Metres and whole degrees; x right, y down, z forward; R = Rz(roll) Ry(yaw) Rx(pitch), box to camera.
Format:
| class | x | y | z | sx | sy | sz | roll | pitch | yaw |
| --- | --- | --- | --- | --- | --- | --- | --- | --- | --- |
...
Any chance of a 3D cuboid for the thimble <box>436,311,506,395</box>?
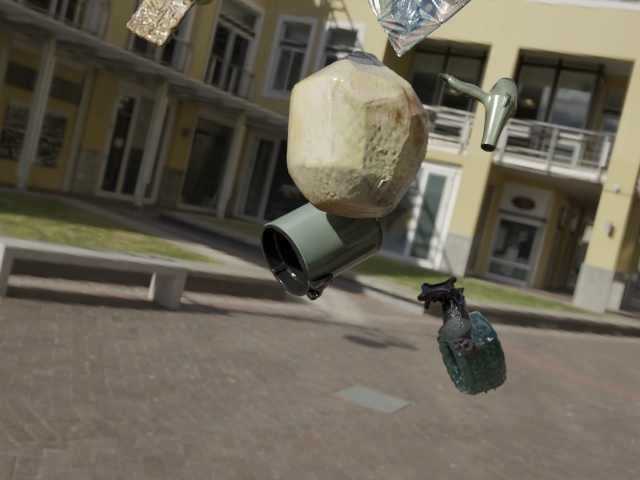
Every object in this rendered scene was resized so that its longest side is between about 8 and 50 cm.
| class | x | y | z | sx | sy | sz | roll | pitch | yaw |
| --- | --- | --- | --- | --- | --- | --- | --- | --- | --- |
| thimble | 0.446 | 0.338 | 2.165 | 0.143 | 0.235 | 0.198 | -21 | -12 | -8 |

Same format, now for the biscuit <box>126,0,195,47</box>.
| class | x | y | z | sx | sy | sz | roll | pitch | yaw |
| --- | --- | --- | --- | --- | --- | --- | --- | --- | --- |
| biscuit | -0.407 | -0.632 | 1.975 | 0.131 | 0.236 | 0.026 | 29 | -10 | 13 |

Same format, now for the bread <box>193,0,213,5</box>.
| class | x | y | z | sx | sy | sz | roll | pitch | yaw |
| --- | --- | --- | --- | --- | --- | --- | --- | --- | --- |
| bread | -0.330 | -0.746 | 2.118 | 0.130 | 0.139 | 0.071 | 59 | 3 | 32 |

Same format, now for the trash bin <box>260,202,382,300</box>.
| class | x | y | z | sx | sy | sz | roll | pitch | yaw |
| --- | --- | --- | --- | --- | --- | --- | --- | --- | --- |
| trash bin | 0.000 | 0.000 | 2.024 | 0.263 | 0.217 | 0.277 | -27 | 65 | -28 |

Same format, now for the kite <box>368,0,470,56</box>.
| class | x | y | z | sx | sy | sz | roll | pitch | yaw |
| --- | --- | --- | --- | --- | --- | --- | --- | --- | --- |
| kite | 0.208 | -0.536 | 1.543 | 0.335 | 0.314 | 0.011 | 13 | 0 | 33 |

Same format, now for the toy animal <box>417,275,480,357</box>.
| class | x | y | z | sx | sy | sz | roll | pitch | yaw |
| --- | --- | --- | --- | --- | --- | --- | --- | --- | --- |
| toy animal | 0.349 | 0.197 | 1.916 | 0.121 | 0.210 | 0.117 | -19 | 11 | 39 |

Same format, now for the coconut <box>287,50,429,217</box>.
| class | x | y | z | sx | sy | sz | roll | pitch | yaw |
| --- | --- | --- | --- | --- | --- | --- | --- | --- | --- |
| coconut | 0.093 | -0.264 | 1.785 | 0.345 | 0.415 | 0.415 | 7 | 3 | -5 |

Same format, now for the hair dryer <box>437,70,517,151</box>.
| class | x | y | z | sx | sy | sz | roll | pitch | yaw |
| --- | --- | --- | --- | --- | --- | --- | --- | --- | --- |
| hair dryer | 0.426 | -0.344 | 1.973 | 0.225 | 0.218 | 0.088 | 4 | -20 | -14 |
